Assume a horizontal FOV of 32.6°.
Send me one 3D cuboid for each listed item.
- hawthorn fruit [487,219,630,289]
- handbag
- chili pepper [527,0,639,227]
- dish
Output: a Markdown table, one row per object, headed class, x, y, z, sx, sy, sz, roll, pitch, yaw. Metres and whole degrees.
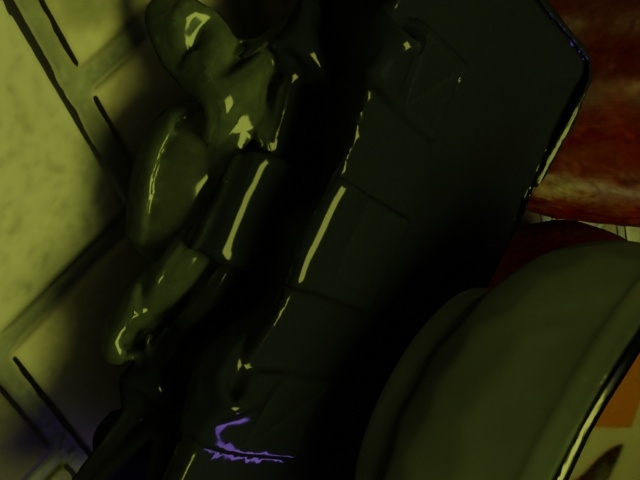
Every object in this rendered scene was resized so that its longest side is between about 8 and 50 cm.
| class | x | y | z | sx | sy | sz | roll | pitch | yaw |
| --- | --- | --- | --- | --- | --- | --- | --- | --- | --- |
| hawthorn fruit | 0.195 | 0.071 | 0.779 | 0.157 | 0.194 | 0.156 | -17 | 119 | -34 |
| handbag | 0.000 | 0.000 | 0.556 | 0.269 | 0.118 | 0.325 | 26 | 88 | -61 |
| chili pepper | 0.271 | -0.113 | 0.719 | 0.251 | 0.305 | 0.229 | -42 | 132 | -48 |
| dish | 0.104 | 0.117 | 0.578 | 0.303 | 0.120 | 0.303 | -38 | 141 | -38 |
